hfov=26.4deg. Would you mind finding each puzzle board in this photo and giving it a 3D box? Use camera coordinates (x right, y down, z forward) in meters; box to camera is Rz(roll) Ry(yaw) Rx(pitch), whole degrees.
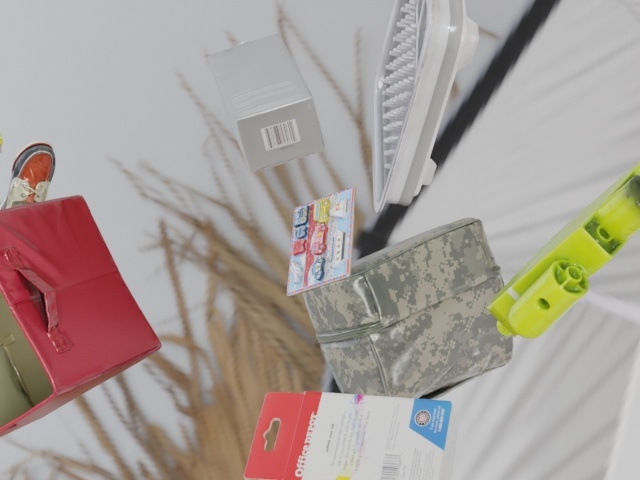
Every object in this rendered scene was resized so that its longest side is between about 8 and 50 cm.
[{"bbox_3d":[0.000,0.000,1.675,0.096,0.128,0.011,-20,-38,35],"label":"puzzle board"}]

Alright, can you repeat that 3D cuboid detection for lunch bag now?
[{"bbox_3d":[0.146,0.134,2.173,0.212,0.305,0.256,-22,-90,62],"label":"lunch bag"}]

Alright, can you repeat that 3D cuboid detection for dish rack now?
[{"bbox_3d":[0.128,-0.224,1.710,0.072,0.285,0.333,7,-44,-7],"label":"dish rack"}]

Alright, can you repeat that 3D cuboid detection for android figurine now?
[{"bbox_3d":[0.263,0.007,1.355,0.056,0.248,0.273,45,-43,5],"label":"android figurine"}]

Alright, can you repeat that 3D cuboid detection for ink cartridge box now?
[{"bbox_3d":[0.038,0.257,1.623,0.231,0.134,0.078,2,-41,15],"label":"ink cartridge box"}]

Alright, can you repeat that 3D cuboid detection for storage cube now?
[{"bbox_3d":[-0.305,0.085,1.328,0.184,0.215,0.193,61,25,4],"label":"storage cube"}]

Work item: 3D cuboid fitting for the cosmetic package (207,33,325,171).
[{"bbox_3d":[-0.085,-0.216,2.101,0.238,0.127,0.107,-112,-174,-57],"label":"cosmetic package"}]

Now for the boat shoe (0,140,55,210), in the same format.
[{"bbox_3d":[-0.337,-0.053,1.569,0.049,0.137,0.043,13,36,-29],"label":"boat shoe"}]

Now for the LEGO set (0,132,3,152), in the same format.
[{"bbox_3d":[-0.473,0.001,1.634,0.192,0.255,0.331,21,22,34],"label":"LEGO set"}]
